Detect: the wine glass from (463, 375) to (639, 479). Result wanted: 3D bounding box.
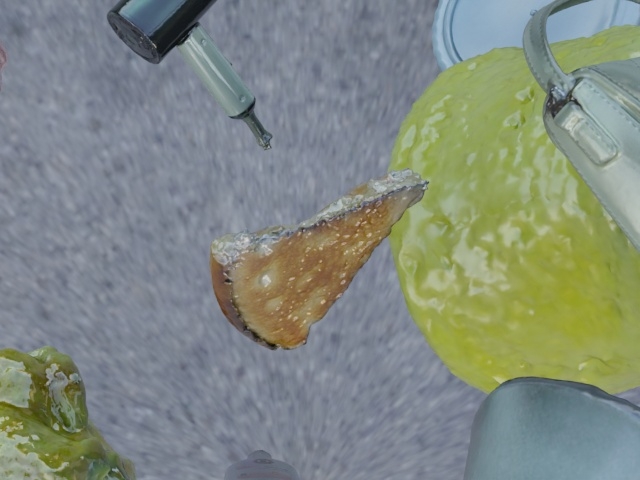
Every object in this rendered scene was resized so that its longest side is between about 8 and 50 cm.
[{"bbox_3d":[0.052,0.293,0.914,0.406,0.267,0.267,-36,82,-26],"label":"wine glass"}]

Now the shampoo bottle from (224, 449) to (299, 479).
[{"bbox_3d":[-0.061,0.253,1.728,0.080,0.165,0.040,1,95,-4],"label":"shampoo bottle"}]

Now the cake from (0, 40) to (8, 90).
[{"bbox_3d":[-0.323,-0.144,0.763,0.307,0.314,0.293,-17,106,-4],"label":"cake"}]

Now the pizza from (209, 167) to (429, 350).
[{"bbox_3d":[0.000,0.000,1.312,0.195,0.185,0.052,-36,59,-6],"label":"pizza"}]

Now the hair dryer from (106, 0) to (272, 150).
[{"bbox_3d":[-0.087,-0.149,1.357,0.100,0.057,0.197,-47,128,-16],"label":"hair dryer"}]

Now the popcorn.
[{"bbox_3d":[-0.334,0.255,1.798,0.226,0.276,0.276,-29,82,-3],"label":"popcorn"}]

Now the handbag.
[{"bbox_3d":[0.233,-0.085,1.034,0.219,0.256,0.079,52,127,18],"label":"handbag"}]

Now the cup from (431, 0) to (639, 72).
[{"bbox_3d":[0.302,-0.211,1.908,0.257,0.311,0.331,12,69,30],"label":"cup"}]

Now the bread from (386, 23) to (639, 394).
[{"bbox_3d":[0.257,-0.025,1.447,0.348,0.308,0.348,7,77,-34],"label":"bread"}]
